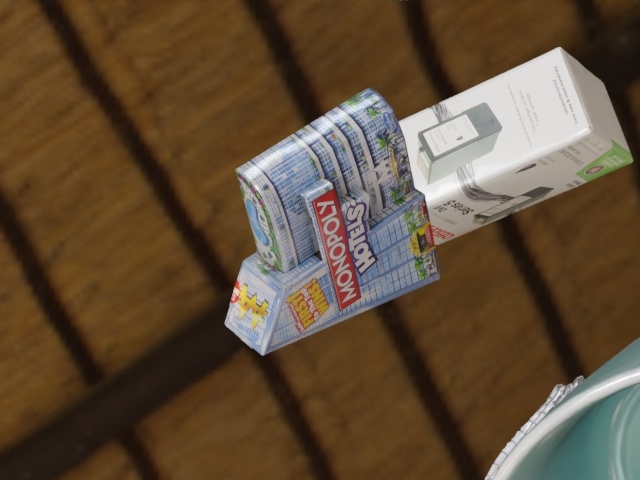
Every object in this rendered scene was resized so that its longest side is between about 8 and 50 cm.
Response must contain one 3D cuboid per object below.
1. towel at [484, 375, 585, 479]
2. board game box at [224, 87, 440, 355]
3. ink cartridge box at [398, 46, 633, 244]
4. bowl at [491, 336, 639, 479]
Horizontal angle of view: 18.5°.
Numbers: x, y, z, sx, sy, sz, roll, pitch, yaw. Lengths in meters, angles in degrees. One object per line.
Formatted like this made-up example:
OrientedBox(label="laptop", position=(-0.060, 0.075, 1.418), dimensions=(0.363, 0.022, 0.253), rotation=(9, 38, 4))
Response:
OrientedBox(label="towel", position=(0.285, 0.327, 2.161), dimensions=(0.235, 0.121, 0.284), rotation=(40, -109, -8))
OrientedBox(label="board game box", position=(0.000, 0.000, 1.680), dimensions=(0.194, 0.060, 0.194), rotation=(-34, -45, -21))
OrientedBox(label="ink cartridge box", position=(0.205, -0.104, 2.313), dimensions=(0.198, 0.273, 0.115), rotation=(19, -130, -65))
OrientedBox(label="bowl", position=(0.248, 0.159, 1.110), dimensions=(0.163, 0.311, 0.311), rotation=(-66, -35, -60))
